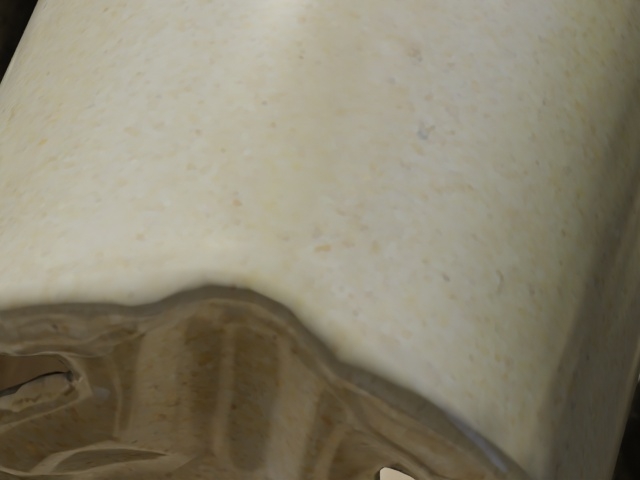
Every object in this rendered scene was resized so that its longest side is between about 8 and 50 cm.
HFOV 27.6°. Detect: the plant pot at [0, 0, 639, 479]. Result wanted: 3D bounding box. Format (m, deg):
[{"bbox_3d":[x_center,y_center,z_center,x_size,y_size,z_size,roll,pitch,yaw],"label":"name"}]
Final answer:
[{"bbox_3d":[0.000,0.000,0.488,0.333,0.305,0.334,9,-46,9],"label":"plant pot"}]
